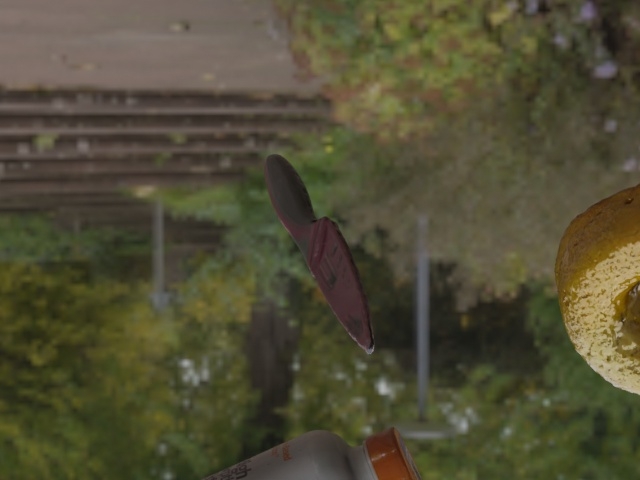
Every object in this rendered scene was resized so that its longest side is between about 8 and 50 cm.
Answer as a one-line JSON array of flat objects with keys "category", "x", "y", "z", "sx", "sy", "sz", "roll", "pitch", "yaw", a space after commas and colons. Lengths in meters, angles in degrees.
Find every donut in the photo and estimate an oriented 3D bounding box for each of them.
[{"category": "donut", "x": 0.394, "y": 0.062, "z": 1.757, "sx": 0.278, "sy": 0.277, "sz": 0.108, "roll": 1, "pitch": -156, "yaw": 16}]

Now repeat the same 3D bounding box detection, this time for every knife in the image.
[{"category": "knife", "x": 0.000, "y": 0.000, "z": 0.977, "sx": 0.018, "sy": 0.035, "sz": 0.247, "roll": 19, "pitch": -160, "yaw": -25}]

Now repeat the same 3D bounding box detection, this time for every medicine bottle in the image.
[{"category": "medicine bottle", "x": -0.037, "y": 0.287, "z": 1.566, "sx": 0.289, "sy": 0.157, "sz": 0.157, "roll": -25, "pitch": -177, "yaw": 5}]
